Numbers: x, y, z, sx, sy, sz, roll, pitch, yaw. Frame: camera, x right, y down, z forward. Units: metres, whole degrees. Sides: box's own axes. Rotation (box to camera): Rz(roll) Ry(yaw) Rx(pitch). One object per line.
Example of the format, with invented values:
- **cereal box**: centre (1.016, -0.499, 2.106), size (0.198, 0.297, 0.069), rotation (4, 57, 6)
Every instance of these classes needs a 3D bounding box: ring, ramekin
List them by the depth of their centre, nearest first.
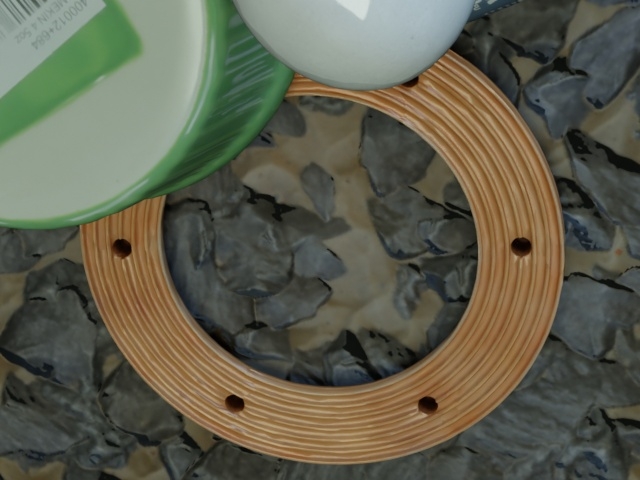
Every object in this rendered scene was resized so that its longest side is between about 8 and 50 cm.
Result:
- **ramekin**: centre (-0.169, -0.153, 1.219), size (0.303, 0.148, 0.303), rotation (5, 108, 15)
- **ring**: centre (0.000, 0.000, 1.339), size (0.337, 0.032, 0.336), rotation (4, 114, 9)

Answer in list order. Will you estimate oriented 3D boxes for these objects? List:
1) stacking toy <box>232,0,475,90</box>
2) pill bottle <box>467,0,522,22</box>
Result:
- **stacking toy**: centre (-0.023, -0.280, 0.940), size (0.351, 0.480, 0.350), rotation (-9, 148, -6)
- **pill bottle**: centre (0.114, -0.199, 1.191), size (0.180, 0.108, 0.108), rotation (-21, 107, 18)
